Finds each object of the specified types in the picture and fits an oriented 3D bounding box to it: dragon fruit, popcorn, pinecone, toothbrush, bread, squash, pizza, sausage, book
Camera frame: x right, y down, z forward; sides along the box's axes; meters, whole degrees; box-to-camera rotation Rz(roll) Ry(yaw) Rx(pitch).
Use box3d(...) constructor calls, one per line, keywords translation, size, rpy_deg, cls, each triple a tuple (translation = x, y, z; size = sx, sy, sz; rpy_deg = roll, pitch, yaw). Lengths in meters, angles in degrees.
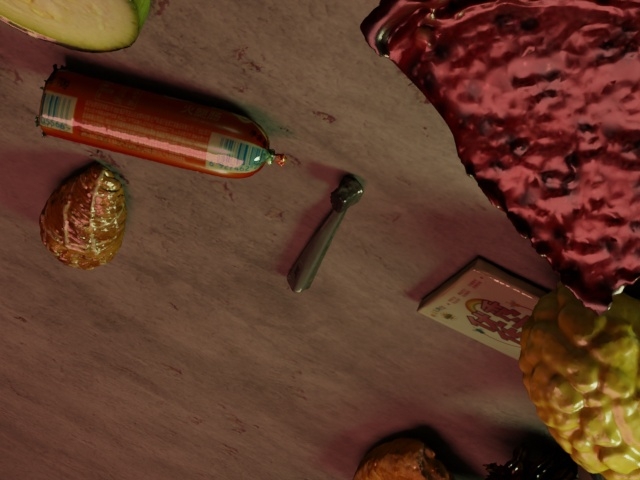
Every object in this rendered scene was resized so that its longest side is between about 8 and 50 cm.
box3d(translation=(0.226, -0.156, 1.458), size=(0.329, 0.228, 0.286), rpy_deg=(42, 118, 0), cls="dragon fruit")
box3d(translation=(0.321, 0.135, 1.821), size=(0.203, 0.226, 0.200), rpy_deg=(-28, 151, 14), cls="popcorn")
box3d(translation=(0.287, 0.369, 2.257), size=(0.221, 0.221, 0.221), rpy_deg=(16, 153, 9), cls="pinecone")
box3d(translation=(0.000, 0.000, 1.958), size=(0.030, 0.030, 0.297), rpy_deg=(46, 155, 8), cls="toothbrush")
box3d(translation=(-0.289, -0.017, 2.075), size=(0.105, 0.076, 0.233), rpy_deg=(21, 152, -4), cls="bread")
box3d(translation=(-0.268, -0.259, 1.661), size=(0.219, 0.041, 0.219), rpy_deg=(18, 158, 8), cls="squash")
box3d(translation=(0.174, 0.398, 2.466), size=(0.287, 0.075, 0.280), rpy_deg=(45, 153, -8), cls="pizza")
box3d(translation=(-0.163, -0.115, 1.803), size=(0.264, 0.083, 0.083), rpy_deg=(15, 153, 7), cls="sausage")
box3d(translation=(0.244, 0.101, 1.981), size=(0.232, 0.022, 0.162), rpy_deg=(25, 152, -11), cls="book")

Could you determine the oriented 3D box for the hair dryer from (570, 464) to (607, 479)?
box3d(translation=(0.325, 0.352, 2.002), size=(0.119, 0.296, 0.298), rpy_deg=(18, 120, -27), cls="hair dryer")
